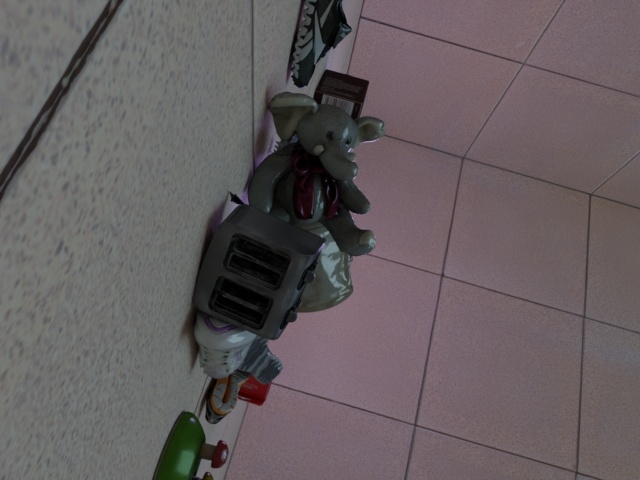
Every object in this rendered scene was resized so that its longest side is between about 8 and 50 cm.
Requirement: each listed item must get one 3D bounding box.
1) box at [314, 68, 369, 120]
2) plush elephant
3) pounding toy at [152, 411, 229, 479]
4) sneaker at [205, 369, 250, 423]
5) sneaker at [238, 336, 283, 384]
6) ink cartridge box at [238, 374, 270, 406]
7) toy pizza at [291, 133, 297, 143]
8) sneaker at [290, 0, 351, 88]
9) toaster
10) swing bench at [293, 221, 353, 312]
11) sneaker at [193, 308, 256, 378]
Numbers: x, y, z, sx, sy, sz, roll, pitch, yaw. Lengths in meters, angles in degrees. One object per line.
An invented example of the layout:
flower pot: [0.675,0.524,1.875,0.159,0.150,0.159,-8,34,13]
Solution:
box: [0.064,-0.479,1.897,0.203,0.168,0.167,-72,177,-50]
plush elephant: [0.000,-0.145,1.035,0.255,0.272,0.330,-55,-137,47]
pounding toy: [-0.244,0.449,0.992,0.237,0.110,0.183,-74,179,-49]
sneaker: [-0.242,0.372,1.342,0.083,0.084,0.215,-57,-176,24]
sneaker: [-0.191,0.266,1.324,0.105,0.115,0.281,-42,144,-19]
ink cartridge box: [-0.224,0.448,1.720,0.231,0.134,0.078,-76,-177,-87]
toy pizza: [-0.093,-0.197,1.440,0.201,0.032,0.201,15,90,-89]
sneaker: [0.005,-0.414,1.075,0.078,0.106,0.234,-71,178,-58]
toaster: [-0.103,0.044,0.849,0.110,0.186,0.168,-65,180,-70]
swing bench: [0.000,0.000,1.306,0.254,0.165,0.253,-94,180,-57]
sneaker: [-0.166,0.188,0.961,0.305,0.114,0.152,100,5,-84]
